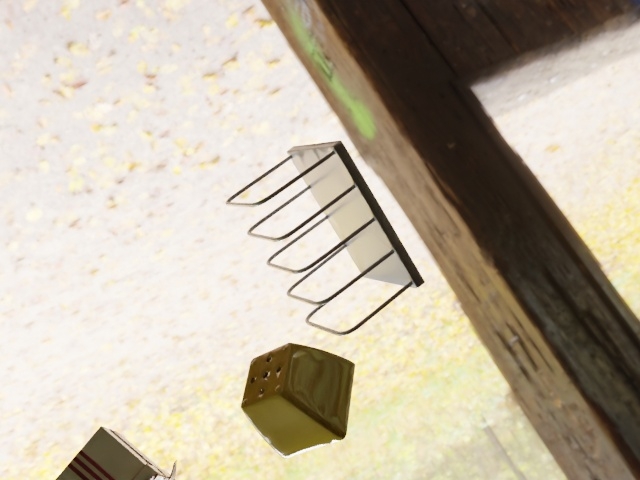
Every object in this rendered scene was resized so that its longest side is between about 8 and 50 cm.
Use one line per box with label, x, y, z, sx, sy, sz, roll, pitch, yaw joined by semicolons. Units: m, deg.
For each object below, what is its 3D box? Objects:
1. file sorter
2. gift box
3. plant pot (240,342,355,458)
file sorter;0.000;0.000;1.397;0.173;0.277;0.193;-38;-163;-18
gift box;-0.568;0.690;2.393;0.276;0.258;0.255;-51;166;-8
plant pot;-0.067;0.364;1.997;0.212;0.212;0.187;-28;126;36
